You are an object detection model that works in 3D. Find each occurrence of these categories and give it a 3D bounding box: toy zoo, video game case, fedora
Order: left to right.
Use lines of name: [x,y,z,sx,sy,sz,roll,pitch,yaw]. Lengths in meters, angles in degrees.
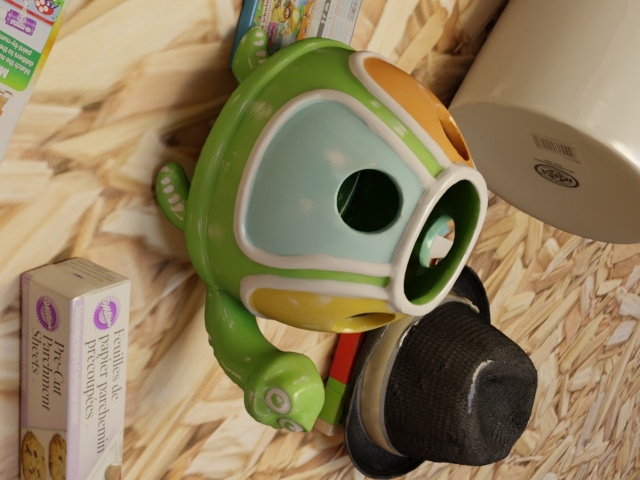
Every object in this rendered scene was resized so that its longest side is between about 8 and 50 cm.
video game case: [-0.018,-0.208,0.946,0.166,0.015,0.119,3,105,-57]
toy zoo: [0.098,0.098,1.252,0.192,0.030,0.293,0,110,-53]
fedora: [0.175,0.194,1.250,0.334,0.152,0.334,-30,132,-39]

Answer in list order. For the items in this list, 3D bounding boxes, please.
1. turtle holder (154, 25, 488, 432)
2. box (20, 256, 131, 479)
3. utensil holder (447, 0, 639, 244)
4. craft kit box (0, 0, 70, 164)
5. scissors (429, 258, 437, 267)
turtle holder: [-0.001,-0.015,0.870,0.320,0.227,0.243,-51,147,-19]
box: [-0.208,0.177,0.825,0.063,0.067,0.324,-20,124,-51]
utensil holder: [0.378,-0.233,1.249,0.385,0.327,0.327,-59,147,-13]
craft kit box: [-0.263,-0.149,0.573,0.250,0.061,0.247,29,80,-58]
scissors: [0.128,-0.014,1.269,0.109,0.021,0.297,-47,143,-29]
